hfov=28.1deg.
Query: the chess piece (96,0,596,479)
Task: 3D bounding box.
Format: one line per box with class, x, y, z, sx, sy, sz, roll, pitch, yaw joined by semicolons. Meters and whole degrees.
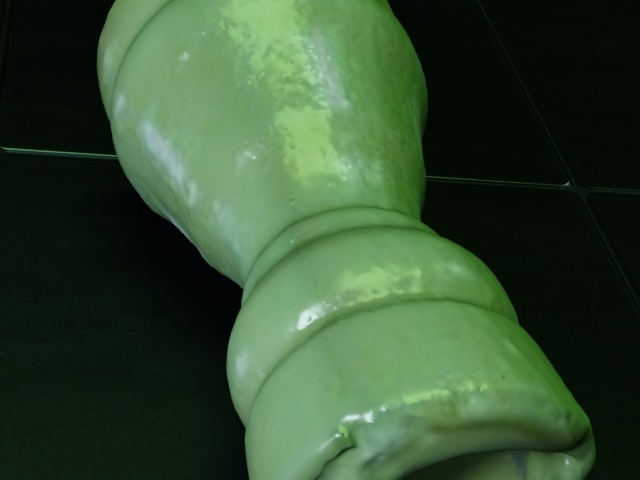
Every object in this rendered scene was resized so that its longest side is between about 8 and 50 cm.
chess piece;0.000;0.000;0.816;0.234;0.234;0.442;-2;41;-18
